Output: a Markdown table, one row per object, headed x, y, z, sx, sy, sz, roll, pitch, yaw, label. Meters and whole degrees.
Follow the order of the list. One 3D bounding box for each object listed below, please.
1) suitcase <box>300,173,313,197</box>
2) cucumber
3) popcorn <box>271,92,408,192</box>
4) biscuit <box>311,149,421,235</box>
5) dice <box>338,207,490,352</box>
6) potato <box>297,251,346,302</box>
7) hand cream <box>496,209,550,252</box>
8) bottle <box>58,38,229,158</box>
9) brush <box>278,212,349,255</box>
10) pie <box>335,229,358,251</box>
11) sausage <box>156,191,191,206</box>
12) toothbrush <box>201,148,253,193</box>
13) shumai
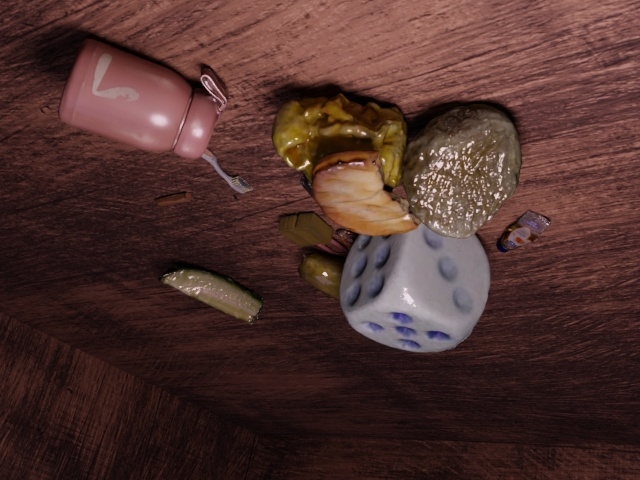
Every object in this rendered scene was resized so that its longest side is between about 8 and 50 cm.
| x | y | z | sx | sy | sz | roll | pitch | yaw | label |
| --- | --- | --- | --- | --- | --- | --- | --- | --- | --- |
| 0.010 | -0.129 | 1.882 | 0.059 | 0.086 | 0.126 | -2 | 150 | 32 | suitcase |
| -0.335 | 0.143 | 2.603 | 0.325 | 0.105 | 0.145 | 26 | 179 | -24 | cucumber |
| 0.061 | -0.183 | 1.659 | 0.225 | 0.173 | 0.286 | -19 | 144 | 30 | popcorn |
| 0.079 | -0.079 | 1.627 | 0.154 | 0.045 | 0.299 | -17 | 147 | 16 | biscuit |
| 0.220 | 0.096 | 2.030 | 0.263 | 0.268 | 0.265 | 27 | 152 | -24 | dice |
| 0.045 | 0.097 | 2.288 | 0.251 | 0.113 | 0.149 | 33 | 174 | -30 | potato |
| 0.454 | -0.017 | 1.951 | 0.062 | 0.039 | 0.163 | 33 | 150 | -3 | hand cream |
| -0.339 | -0.277 | 1.675 | 0.297 | 0.173 | 0.206 | 20 | 120 | -12 | bottle |
| 0.000 | 0.000 | 2.202 | 0.103 | 0.047 | 0.233 | -4 | 154 | 34 | brush |
| 0.102 | 0.019 | 2.201 | 0.092 | 0.034 | 0.170 | 1 | 151 | 32 | pie |
| -0.377 | -0.104 | 2.199 | 0.116 | 0.026 | 0.026 | -8 | 147 | 39 | sausage |
| -0.273 | -0.206 | 1.934 | 0.037 | 0.028 | 0.375 | -11 | 146 | 31 | toothbrush |
| 0.255 | -0.157 | 1.655 | 0.225 | 0.222 | 0.260 | 5 | 120 | -14 | shumai |
